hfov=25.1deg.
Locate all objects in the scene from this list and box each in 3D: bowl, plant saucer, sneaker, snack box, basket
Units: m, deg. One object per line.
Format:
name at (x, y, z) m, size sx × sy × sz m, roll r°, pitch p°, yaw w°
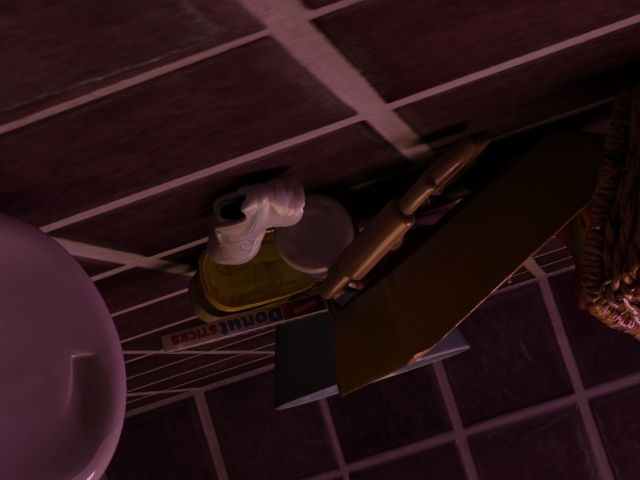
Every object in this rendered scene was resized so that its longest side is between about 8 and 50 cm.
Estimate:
bowl at (0.056, 0.134, 2.173) m, size 0.311 × 0.163 × 0.311 m, roll -17°, pitch 173°, yaw -2°
plant saucer at (0.148, 0.013, 1.517) m, size 0.333 × 0.081 × 0.333 m, roll -41°, pitch 178°, yaw -17°
sneaker at (-0.072, -0.020, 1.257) m, size 0.061 × 0.054 × 0.152 m, roll -2°, pitch 159°, yaw -30°
snack box at (-0.078, 0.088, 1.534) m, size 0.178 × 0.022 × 0.064 m, roll -15°, pitch 174°, yaw 4°
basket at (0.347, -0.044, 1.332) m, size 0.223 × 0.214 × 0.299 m, roll -27°, pitch 157°, yaw 23°

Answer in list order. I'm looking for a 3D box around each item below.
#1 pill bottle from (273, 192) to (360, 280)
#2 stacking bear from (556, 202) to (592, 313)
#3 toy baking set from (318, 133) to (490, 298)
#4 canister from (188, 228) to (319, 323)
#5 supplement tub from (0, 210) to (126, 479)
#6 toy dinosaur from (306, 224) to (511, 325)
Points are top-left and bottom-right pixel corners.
pill bottle at (0.000, 0.000, 1.424) m, size 0.078 × 0.078 × 0.137 m, roll -18°, pitch 172°, yaw 4°
stacking bear at (0.404, -0.024, 1.909) m, size 0.164 × 0.175 × 0.289 m, roll -16°, pitch 165°, yaw 4°
toy baking set at (0.077, -0.010, 1.352) m, size 0.256 × 0.030 × 0.196 m, roll -47°, pitch 170°, yaw 28°
canister at (-0.077, 0.041, 1.567) m, size 0.126 × 0.073 × 0.170 m, roll -15°, pitch 173°, yaw -14°
supplement tub at (-0.319, 0.126, 1.050) m, size 0.316 × 0.228 × 0.228 m, roll -24°, pitch 170°, yaw 38°
toy dinosaur at (0.101, 0.034, 1.759) m, size 0.200 × 0.127 × 0.295 m, roll 1°, pitch 155°, yaw -47°
